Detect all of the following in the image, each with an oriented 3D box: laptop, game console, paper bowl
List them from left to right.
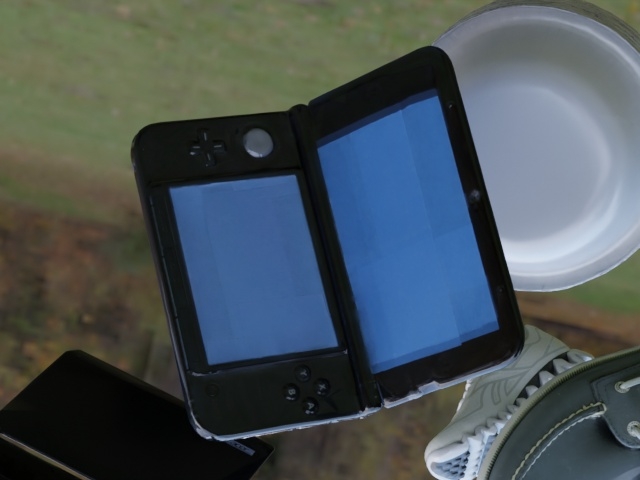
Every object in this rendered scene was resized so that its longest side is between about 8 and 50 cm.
[{"bbox_3d":[-0.213,0.260,1.702,0.234,0.264,0.136,25,177,14],"label":"laptop"},{"bbox_3d":[0.000,0.000,1.559,0.250,0.293,0.173,-7,163,-25],"label":"game console"},{"bbox_3d":[0.205,-0.090,1.759,0.284,0.284,0.148,12,-162,12],"label":"paper bowl"}]

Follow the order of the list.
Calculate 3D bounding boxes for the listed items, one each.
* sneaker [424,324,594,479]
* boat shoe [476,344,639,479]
[{"bbox_3d":[0.224,0.209,2.343,0.118,0.110,0.292,41,-130,22],"label":"sneaker"},{"bbox_3d":[0.262,0.138,1.395,0.319,0.116,0.099,-27,-169,-20],"label":"boat shoe"}]
